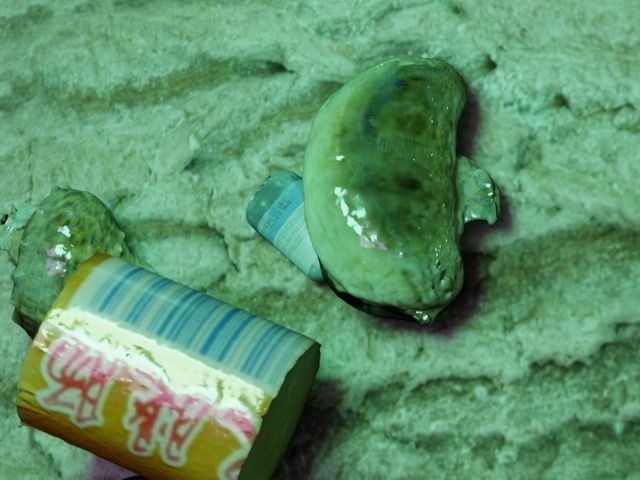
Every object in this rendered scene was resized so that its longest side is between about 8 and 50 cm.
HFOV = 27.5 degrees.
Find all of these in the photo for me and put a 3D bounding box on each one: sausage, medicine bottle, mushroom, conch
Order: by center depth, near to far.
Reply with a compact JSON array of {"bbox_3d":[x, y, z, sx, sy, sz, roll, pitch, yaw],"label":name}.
[{"bbox_3d":[-0.172,0.167,1.526,0.287,0.233,0.233,22,84,9],"label":"sausage"},{"bbox_3d":[0.092,-0.078,1.550,0.248,0.130,0.344,7,71,16],"label":"mushroom"},{"bbox_3d":[0.000,0.000,1.636,0.208,0.054,0.090,41,91,24],"label":"medicine bottle"},{"bbox_3d":[-0.327,0.046,1.709,0.291,0.159,0.210,32,88,26],"label":"conch"}]

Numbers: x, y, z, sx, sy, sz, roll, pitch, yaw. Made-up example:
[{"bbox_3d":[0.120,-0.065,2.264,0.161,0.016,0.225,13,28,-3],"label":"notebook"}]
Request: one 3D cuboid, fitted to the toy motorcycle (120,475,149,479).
[{"bbox_3d":[-0.183,0.388,1.570,0.274,0.125,0.187,46,105,26],"label":"toy motorcycle"}]
